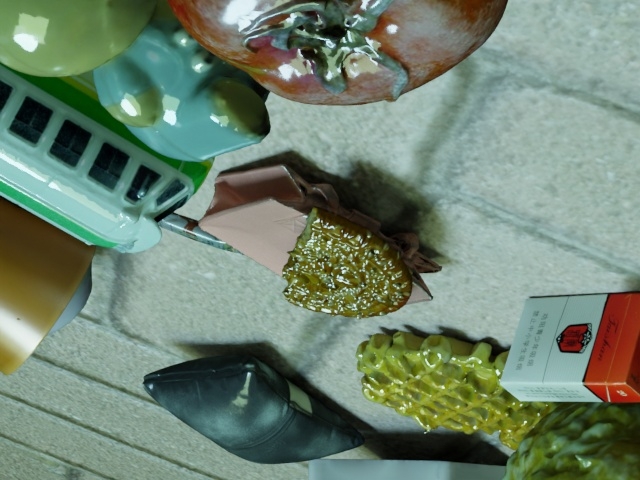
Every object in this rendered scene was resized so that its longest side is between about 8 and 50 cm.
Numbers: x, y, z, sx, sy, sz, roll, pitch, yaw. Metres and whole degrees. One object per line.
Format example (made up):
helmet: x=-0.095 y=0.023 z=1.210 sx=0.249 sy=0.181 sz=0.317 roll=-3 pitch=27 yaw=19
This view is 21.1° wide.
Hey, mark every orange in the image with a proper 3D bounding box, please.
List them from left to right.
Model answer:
orange: x=0.329 y=0.251 z=1.763 sx=0.271 sy=0.210 sz=0.369 roll=16 pitch=174 yaw=-7

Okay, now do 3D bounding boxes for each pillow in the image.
pillow: x=-0.084 y=0.221 z=2.185 sx=0.186 sy=0.106 sz=0.250 roll=-10 pitch=146 yaw=36

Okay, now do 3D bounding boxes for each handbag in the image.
handbag: x=0.000 y=0.000 z=1.704 sx=0.212 sy=0.059 sz=0.157 roll=32 pitch=155 yaw=-27

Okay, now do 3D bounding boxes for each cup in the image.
cup: x=-0.395 y=0.015 z=1.963 sx=0.264 sy=0.182 sz=0.226 roll=35 pitch=-175 yaw=-15

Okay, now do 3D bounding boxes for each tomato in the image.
tomato: x=0.017 y=-0.198 z=1.115 sx=0.232 sy=0.188 sz=0.232 roll=3 pitch=153 yaw=2

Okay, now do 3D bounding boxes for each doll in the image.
doll: x=-0.157 y=-0.184 z=1.304 sx=0.261 sy=0.177 sz=0.161 roll=32 pitch=154 yaw=-34

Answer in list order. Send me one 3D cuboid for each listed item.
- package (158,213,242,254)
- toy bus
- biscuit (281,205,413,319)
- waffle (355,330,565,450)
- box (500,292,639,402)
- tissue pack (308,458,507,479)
package: x=-0.134 y=-0.010 z=1.845 sx=0.110 sy=0.015 sz=0.037 roll=19 pitch=162 yaw=8
toy bus: x=-0.233 y=-0.104 z=1.543 sx=0.276 sy=0.164 sz=0.133 roll=31 pitch=155 yaw=-21
biscuit: x=0.026 y=0.035 z=1.650 sx=0.126 sy=0.025 sz=0.206 roll=20 pitch=155 yaw=1
waffle: x=0.162 y=0.175 z=1.950 sx=0.253 sy=0.056 sz=0.249 roll=-3 pitch=147 yaw=39
box: x=0.256 y=0.104 z=1.666 sx=0.152 sy=0.100 sz=0.048 roll=-3 pitch=150 yaw=43
tissue pack: x=0.117 y=0.352 z=2.201 sx=0.159 sy=0.136 sz=0.246 roll=11 pitch=168 yaw=-43
